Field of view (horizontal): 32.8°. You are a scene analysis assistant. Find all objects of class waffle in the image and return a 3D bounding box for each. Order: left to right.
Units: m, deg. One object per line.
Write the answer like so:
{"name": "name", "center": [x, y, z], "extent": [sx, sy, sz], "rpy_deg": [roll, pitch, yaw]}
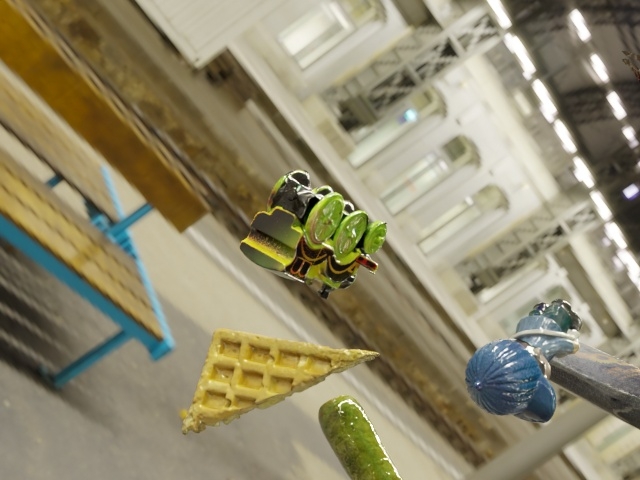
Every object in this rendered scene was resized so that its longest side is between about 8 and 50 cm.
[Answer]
{"name": "waffle", "center": [-0.041, 0.157, 1.096], "extent": [0.191, 0.125, 0.032], "rpy_deg": [8, -21, 30]}

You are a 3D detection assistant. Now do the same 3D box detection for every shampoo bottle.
{"name": "shampoo bottle", "center": [0.309, 0.154, 1.137], "extent": [0.087, 0.049, 0.234], "rpy_deg": [2, 12, -27]}

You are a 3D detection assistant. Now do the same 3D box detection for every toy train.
{"name": "toy train", "center": [0.000, 0.000, 1.637], "extent": [0.100, 0.160, 0.296], "rpy_deg": [29, 1, 29]}

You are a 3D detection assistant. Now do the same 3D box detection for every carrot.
{"name": "carrot", "center": [0.106, 0.381, 1.585], "extent": [0.358, 0.074, 0.074], "rpy_deg": [56, 7, 24]}

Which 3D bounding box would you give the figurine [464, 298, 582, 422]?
{"name": "figurine", "center": [0.182, 0.098, 0.965], "extent": [0.079, 0.077, 0.136], "rpy_deg": [49, 51, -22]}

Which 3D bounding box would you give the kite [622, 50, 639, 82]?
{"name": "kite", "center": [0.308, -0.064, 0.915], "extent": [0.229, 0.016, 0.127], "rpy_deg": [69, 11, 17]}
